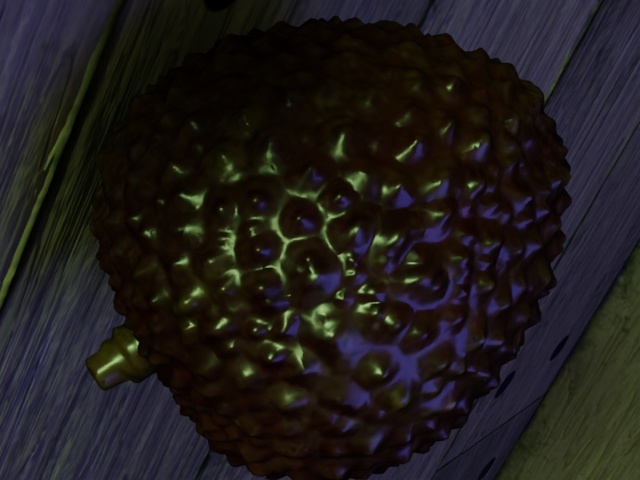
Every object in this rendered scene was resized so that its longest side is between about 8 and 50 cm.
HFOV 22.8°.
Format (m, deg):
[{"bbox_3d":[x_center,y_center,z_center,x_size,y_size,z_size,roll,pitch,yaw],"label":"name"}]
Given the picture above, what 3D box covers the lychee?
[{"bbox_3d":[0.000,0.000,0.916,0.304,0.275,0.275,-27,157,-4],"label":"lychee"}]
